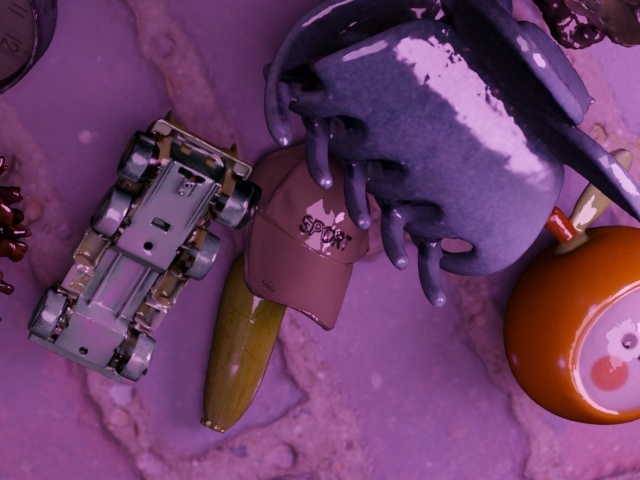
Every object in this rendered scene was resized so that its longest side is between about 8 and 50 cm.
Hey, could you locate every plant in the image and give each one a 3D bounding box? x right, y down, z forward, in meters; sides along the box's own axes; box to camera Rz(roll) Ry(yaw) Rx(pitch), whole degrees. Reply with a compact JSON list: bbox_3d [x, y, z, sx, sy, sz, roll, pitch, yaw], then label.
[{"bbox_3d":[0.255,-0.257,1.848,0.131,0.203,0.142,-23,116,3],"label":"plant"}]

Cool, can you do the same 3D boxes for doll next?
[{"bbox_3d":[0.268,0.055,1.941,0.213,0.213,0.236,-26,101,-2],"label":"doll"}]

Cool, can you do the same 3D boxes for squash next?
[{"bbox_3d":[-0.078,0.099,1.963,0.066,0.066,0.201,15,105,-13],"label":"squash"}]

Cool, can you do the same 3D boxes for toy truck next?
[{"bbox_3d":[-0.169,0.003,1.890,0.128,0.135,0.260,27,106,-15],"label":"toy truck"}]

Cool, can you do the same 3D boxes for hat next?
[{"bbox_3d":[0.000,0.000,1.906,0.147,0.175,0.085,24,134,-20],"label":"hat"}]

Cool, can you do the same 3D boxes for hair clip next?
[{"bbox_3d":[0.115,-0.117,1.824,0.238,0.392,0.318,-36,124,12],"label":"hair clip"}]

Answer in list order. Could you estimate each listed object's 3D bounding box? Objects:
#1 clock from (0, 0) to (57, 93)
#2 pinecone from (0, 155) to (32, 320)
[{"bbox_3d":[-0.343,-0.219,1.783,0.214,0.042,0.215,10,132,11],"label":"clock"},{"bbox_3d":[-0.388,0.028,1.805,0.292,0.246,0.246,-42,108,-12],"label":"pinecone"}]
